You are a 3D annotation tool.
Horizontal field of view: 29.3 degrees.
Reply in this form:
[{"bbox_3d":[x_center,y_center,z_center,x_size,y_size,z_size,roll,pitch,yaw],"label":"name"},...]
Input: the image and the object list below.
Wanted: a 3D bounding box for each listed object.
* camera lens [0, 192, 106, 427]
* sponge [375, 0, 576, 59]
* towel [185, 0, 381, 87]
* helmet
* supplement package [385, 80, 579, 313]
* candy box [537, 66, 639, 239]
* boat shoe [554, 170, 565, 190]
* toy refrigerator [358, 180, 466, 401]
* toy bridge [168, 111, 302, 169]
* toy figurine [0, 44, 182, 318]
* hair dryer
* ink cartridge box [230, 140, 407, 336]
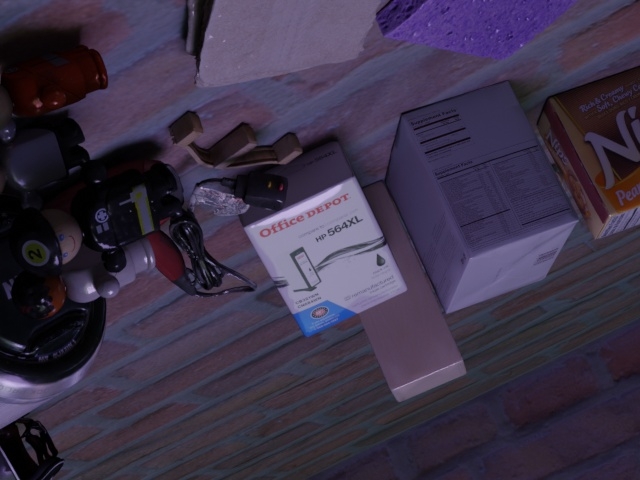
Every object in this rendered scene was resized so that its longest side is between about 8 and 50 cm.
[{"bbox_3d":[-0.371,0.092,1.262,0.219,0.219,0.274,1,156,-47],"label":"camera lens"},{"bbox_3d":[0.168,-0.243,1.280,0.210,0.031,0.117,0,150,-46],"label":"sponge"},{"bbox_3d":[-0.017,-0.238,1.081,0.187,0.049,0.282,-15,157,-23],"label":"towel"},{"bbox_3d":[-0.486,0.331,1.836,0.161,0.169,0.169,-24,167,-49],"label":"helmet"},{"bbox_3d":[0.195,-0.051,1.535,0.149,0.203,0.194,-19,160,-11],"label":"supplement package"},{"bbox_3d":[0.471,-0.143,1.618,0.317,0.182,0.087,-20,158,-8],"label":"candy box"},{"bbox_3d":[0.285,-0.056,1.825,0.170,0.063,0.059,-32,157,-3],"label":"boat shoe"},{"bbox_3d":[0.093,0.068,1.627,0.102,0.269,0.094,-24,160,2],"label":"toy refrigerator"},{"bbox_3d":[-0.098,-0.102,1.358,0.063,0.026,0.188,-32,157,31],"label":"toy bridge"},{"bbox_3d":[-0.242,-0.044,1.094,0.148,0.213,0.209,-26,168,-27],"label":"toy figurine"},{"bbox_3d":[-0.191,0.002,1.358,0.294,0.080,0.223,9,134,-17],"label":"hair dryer"},{"bbox_3d":[0.000,0.000,1.502,0.148,0.086,0.203,-25,130,4],"label":"ink cartridge box"}]
